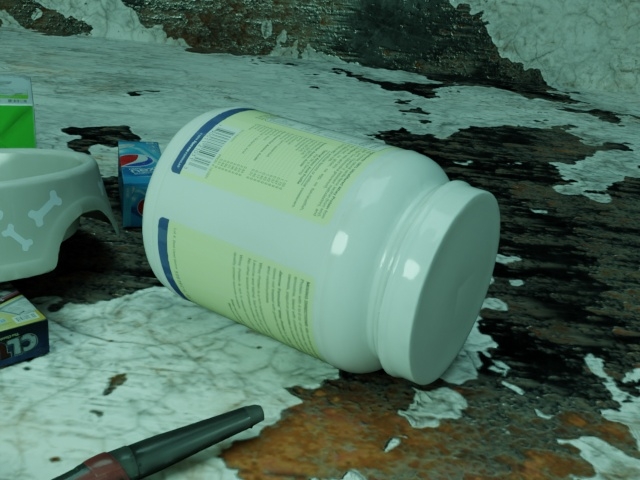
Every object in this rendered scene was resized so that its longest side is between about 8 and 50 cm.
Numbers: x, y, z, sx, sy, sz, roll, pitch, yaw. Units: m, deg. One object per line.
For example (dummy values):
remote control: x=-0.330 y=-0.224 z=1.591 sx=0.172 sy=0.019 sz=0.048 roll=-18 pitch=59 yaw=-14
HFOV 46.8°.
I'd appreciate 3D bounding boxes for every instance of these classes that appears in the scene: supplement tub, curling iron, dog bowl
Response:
supplement tub: x=0.000 y=0.000 z=0.790 sx=0.325 sy=0.235 sz=0.235 roll=20 pitch=27 yaw=29
curling iron: x=-0.154 y=0.187 z=0.569 sx=0.274 sy=0.035 sz=0.068 roll=-17 pitch=36 yaw=-41
dog bowl: x=-0.420 y=-0.041 z=0.877 sx=0.349 sy=0.102 sz=0.349 roll=0 pitch=15 yaw=0

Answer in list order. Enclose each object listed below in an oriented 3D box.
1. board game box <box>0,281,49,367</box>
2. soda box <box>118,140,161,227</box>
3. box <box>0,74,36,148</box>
board game box: x=-0.415 y=0.091 z=0.717 sx=0.243 sy=0.042 sz=0.165 roll=-15 pitch=31 yaw=-40
soda box: x=-0.277 y=-0.091 z=1.145 sx=0.067 sy=0.071 sz=0.210 roll=-1 pitch=24 yaw=-18
box: x=-0.623 y=-0.204 z=1.251 sx=0.262 sy=0.126 sz=0.231 roll=-4 pitch=24 yaw=-22
